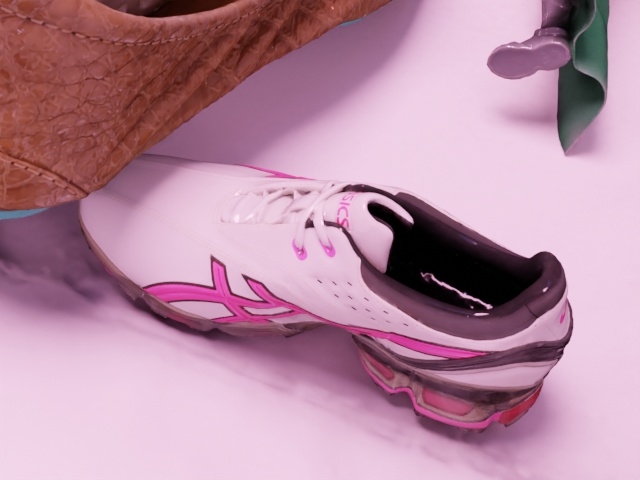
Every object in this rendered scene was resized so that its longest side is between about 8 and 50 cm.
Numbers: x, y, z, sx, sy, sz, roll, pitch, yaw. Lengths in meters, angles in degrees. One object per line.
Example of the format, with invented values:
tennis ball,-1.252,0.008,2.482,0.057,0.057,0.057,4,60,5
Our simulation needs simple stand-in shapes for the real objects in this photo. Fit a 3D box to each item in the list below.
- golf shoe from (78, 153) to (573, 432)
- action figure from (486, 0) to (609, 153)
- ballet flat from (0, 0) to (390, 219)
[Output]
golf shoe,0.000,0.000,0.397,0.186,0.086,0.067,19,54,8
action figure,0.126,-0.166,0.538,0.064,0.137,0.232,11,43,13
ballet flat,-0.031,-0.136,0.436,0.116,0.124,0.342,36,46,12
